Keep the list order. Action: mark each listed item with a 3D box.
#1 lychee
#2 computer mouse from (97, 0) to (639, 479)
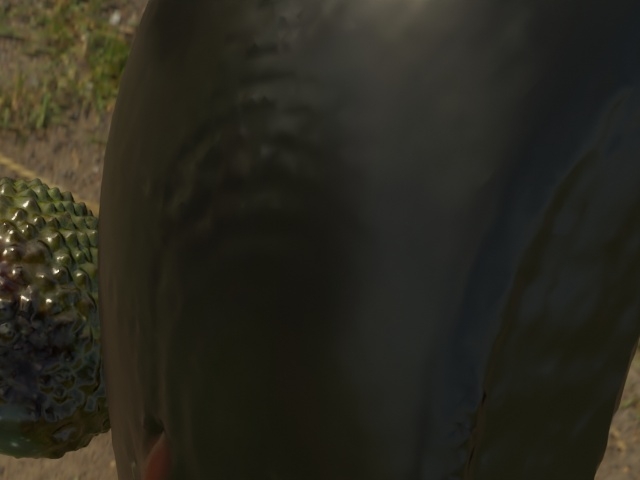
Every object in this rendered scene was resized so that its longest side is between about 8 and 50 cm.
[{"bbox_3d":[-0.177,0.046,0.842,0.171,0.171,0.171,8,57,-13],"label":"lychee"},{"bbox_3d":[0.000,0.000,0.378,0.100,0.269,0.170,2,18,-31],"label":"computer mouse"}]
